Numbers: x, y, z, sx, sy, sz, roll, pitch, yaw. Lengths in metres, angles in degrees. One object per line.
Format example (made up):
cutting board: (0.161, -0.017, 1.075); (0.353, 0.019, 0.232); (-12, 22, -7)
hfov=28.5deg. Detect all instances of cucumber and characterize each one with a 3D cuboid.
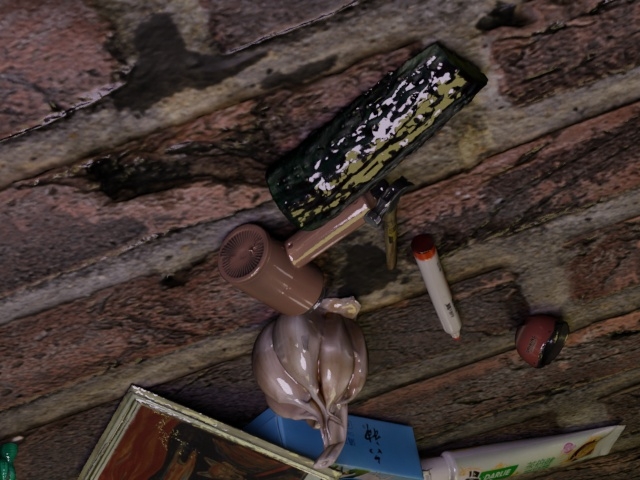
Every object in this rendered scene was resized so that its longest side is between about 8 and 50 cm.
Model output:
cucumber: (0.053, -0.087, 1.125); (0.211, 0.062, 0.078); (-34, 140, 25)

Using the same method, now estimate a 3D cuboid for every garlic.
garlic: (-0.010, 0.158, 1.341); (0.127, 0.194, 0.131); (8, 146, -14)

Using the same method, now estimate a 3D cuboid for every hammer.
hammer: (0.071, -0.011, 1.247); (0.062, 0.017, 0.182); (-52, 164, -14)

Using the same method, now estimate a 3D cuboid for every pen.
pen: (0.133, 0.059, 1.389); (0.026, 0.026, 0.218); (-19, 145, 5)

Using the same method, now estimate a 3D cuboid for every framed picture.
framed picture: (-0.139, 0.287, 1.513); (0.273, 0.016, 0.216); (23, 132, -10)

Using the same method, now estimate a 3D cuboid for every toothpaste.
toothpaste: (0.278, 0.303, 1.764); (0.314, 0.056, 0.058); (-6, -176, -18)

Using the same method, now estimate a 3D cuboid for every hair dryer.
hair dryer: (0.000, 0.000, 1.234); (0.181, 0.064, 0.117); (-35, 141, 18)

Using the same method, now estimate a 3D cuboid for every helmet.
helmet: (0.257, 0.115, 1.492); (0.084, 0.049, 0.065); (2, 113, -64)

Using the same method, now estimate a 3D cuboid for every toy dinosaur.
toy dinosaur: (-0.378, 0.286, 1.455); (0.059, 0.096, 0.132); (3, 144, -25)

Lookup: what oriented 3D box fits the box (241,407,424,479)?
box: (-0.001, 0.286, 1.603); (0.232, 0.083, 0.142); (15, 138, -37)
